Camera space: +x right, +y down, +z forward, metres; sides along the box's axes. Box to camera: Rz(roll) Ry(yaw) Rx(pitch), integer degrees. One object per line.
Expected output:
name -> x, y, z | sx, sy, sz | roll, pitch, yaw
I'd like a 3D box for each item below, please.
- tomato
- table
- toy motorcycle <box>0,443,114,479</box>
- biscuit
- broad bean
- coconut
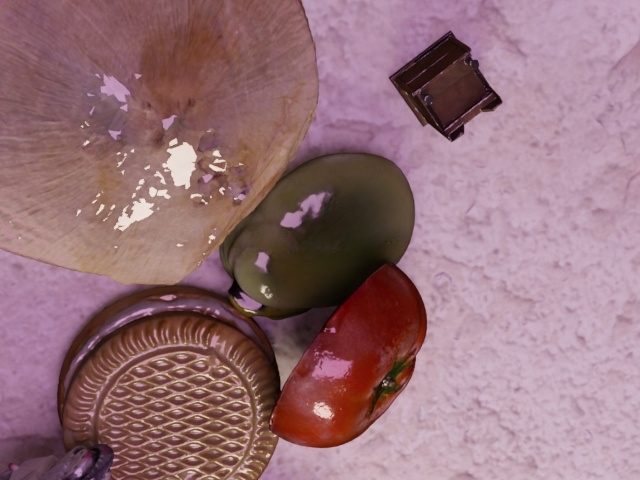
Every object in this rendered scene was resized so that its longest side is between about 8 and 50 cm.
tomato -> 0.040, 0.132, 1.885 | 0.085, 0.225, 0.225 | 37, 97, 15
table -> 0.135, -0.159, 1.887 | 0.083, 0.082, 0.070 | -37, 115, -1
toy motorcycle -> -0.311, 0.307, 1.820 | 0.110, 0.171, 0.260 | 47, 61, -18
biscuit -> -0.157, 0.177, 1.923 | 0.259, 0.079, 0.259 | -5, 110, -14
broad bean -> 0.000, 0.000, 1.899 | 0.228, 0.100, 0.169 | -39, 122, -2
coconut -> -0.189, -0.147, 1.650 | 0.405, 0.404, 0.404 | -5, 110, -14
